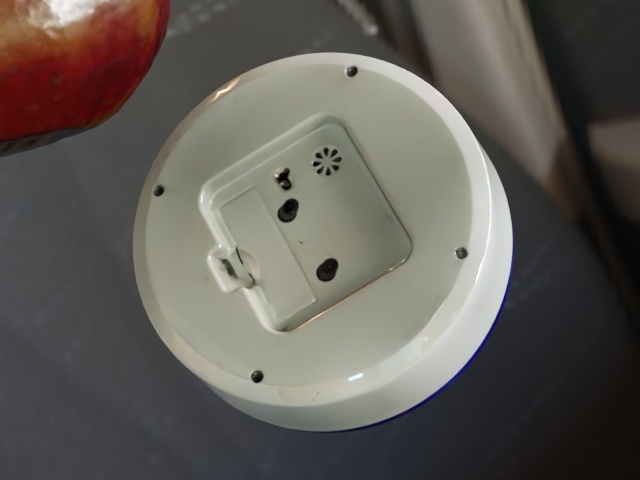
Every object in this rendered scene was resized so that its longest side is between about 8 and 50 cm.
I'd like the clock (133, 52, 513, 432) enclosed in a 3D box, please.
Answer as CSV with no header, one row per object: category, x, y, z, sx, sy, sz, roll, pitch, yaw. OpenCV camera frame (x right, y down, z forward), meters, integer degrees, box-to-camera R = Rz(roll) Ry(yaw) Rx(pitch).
clock,0.000,0.000,1.199,0.230,0.230,0.083,-9,-21,16

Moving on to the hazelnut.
hazelnut,-0.183,-0.130,1.115,0.202,0.160,0.170,-26,2,-31
